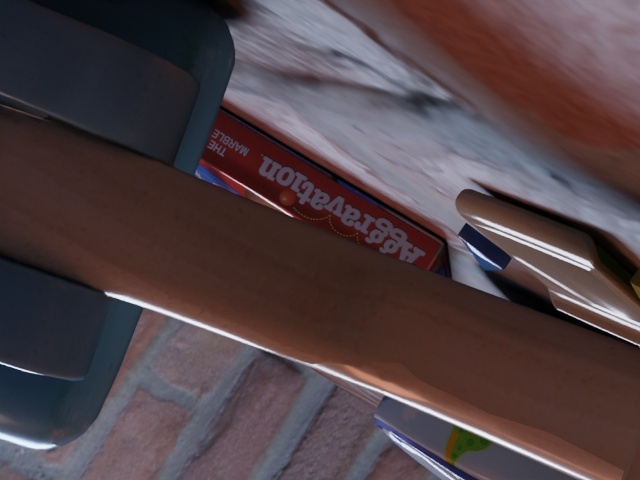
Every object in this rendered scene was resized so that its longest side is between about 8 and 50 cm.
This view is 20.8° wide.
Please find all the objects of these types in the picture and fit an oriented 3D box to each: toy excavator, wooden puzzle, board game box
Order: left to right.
[{"bbox_3d":[-0.073,-0.014,0.518,0.445,0.222,0.433,20,178,-20],"label":"toy excavator"},{"bbox_3d":[0.000,0.000,0.888,0.145,0.027,0.281,30,174,10],"label":"board game box"},{"bbox_3d":[0.088,0.010,0.593,0.116,0.014,0.078,26,167,42],"label":"wooden puzzle"}]

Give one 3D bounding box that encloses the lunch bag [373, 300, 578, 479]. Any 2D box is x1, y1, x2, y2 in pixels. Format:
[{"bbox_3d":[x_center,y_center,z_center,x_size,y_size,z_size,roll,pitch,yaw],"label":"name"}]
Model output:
[{"bbox_3d":[0.129,0.108,0.798,0.176,0.090,0.219,27,172,32],"label":"lunch bag"}]
